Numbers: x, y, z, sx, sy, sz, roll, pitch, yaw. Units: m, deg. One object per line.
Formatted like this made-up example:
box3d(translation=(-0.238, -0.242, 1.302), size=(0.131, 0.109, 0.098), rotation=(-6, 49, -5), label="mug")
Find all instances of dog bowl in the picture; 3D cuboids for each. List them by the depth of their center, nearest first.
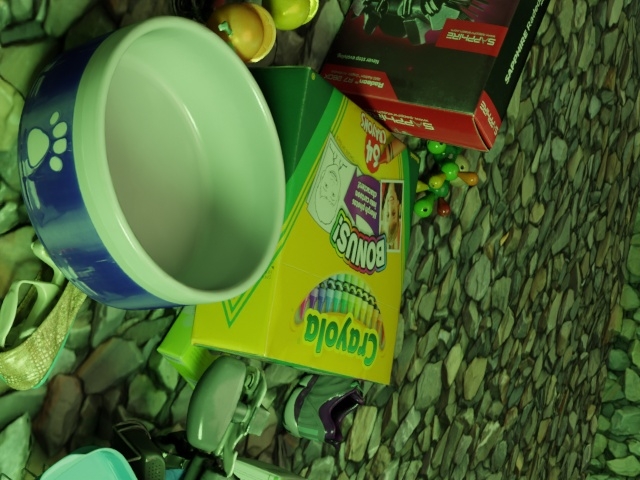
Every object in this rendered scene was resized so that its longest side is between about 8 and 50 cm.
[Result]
box3d(translation=(-0.149, -0.068, 0.991), size=(0.265, 0.104, 0.265), rotation=(21, 65, -54), label="dog bowl")

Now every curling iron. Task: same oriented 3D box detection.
box3d(translation=(-0.077, -0.335, 1.140), size=(0.274, 0.035, 0.068), rotation=(-57, 145, -27), label="curling iron")

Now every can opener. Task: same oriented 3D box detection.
box3d(translation=(-0.142, 0.261, 1.172), size=(0.095, 0.076, 0.284), rotation=(26, 90, -25), label="can opener")

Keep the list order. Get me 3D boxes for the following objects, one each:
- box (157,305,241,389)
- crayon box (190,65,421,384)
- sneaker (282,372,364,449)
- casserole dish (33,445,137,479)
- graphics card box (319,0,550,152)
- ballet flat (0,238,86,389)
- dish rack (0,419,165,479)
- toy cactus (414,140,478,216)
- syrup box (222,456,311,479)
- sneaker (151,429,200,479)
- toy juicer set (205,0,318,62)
box3d(translation=(-0.113, 0.085, 1.258), size=(0.178, 0.042, 0.109), rotation=(-60, 146, -22), label="box")
box3d(translation=(0.000, 0.000, 1.279), size=(0.363, 0.106, 0.313), rotation=(25, 70, -62), label="crayon box")
box3d(translation=(0.038, 0.186, 1.489), size=(0.224, 0.098, 0.083), rotation=(-63, 147, -18), label="sneaker")
box3d(translation=(-0.219, 0.271, 1.004), size=(0.114, 0.037, 0.188), rotation=(-36, 125, -26), label="casserole dish")
box3d(translation=(0.169, -0.311, 1.360), size=(0.371, 0.232, 0.094), rotation=(-65, 147, -14), label="graphics card box")
box3d(translation=(-0.250, 0.039, 0.995), size=(0.067, 0.073, 0.206), rotation=(39, 65, -41), label="ballet flat")
box3d(translation=(-0.275, 0.307, 1.043), size=(0.271, 0.074, 0.208), rotation=(-7, 108, -39), label="dish rack")
box3d(translation=(0.209, -0.129, 1.648), size=(0.180, 0.112, 0.219), rotation=(41, 59, -67), label="toy cactus")
box3d(translation=(-0.104, 0.404, 1.357), size=(0.093, 0.096, 0.237), rotation=(29, 77, -59), label="syrup box")
box3d(translation=(-0.157, 0.270, 1.249), size=(0.152, 0.058, 0.085), rotation=(28, 87, -52), label="sneaker")
box3d(translation=(-0.046, -0.327, 1.084), size=(0.209, 0.089, 0.329), rotation=(46, 57, -36), label="toy juicer set")
